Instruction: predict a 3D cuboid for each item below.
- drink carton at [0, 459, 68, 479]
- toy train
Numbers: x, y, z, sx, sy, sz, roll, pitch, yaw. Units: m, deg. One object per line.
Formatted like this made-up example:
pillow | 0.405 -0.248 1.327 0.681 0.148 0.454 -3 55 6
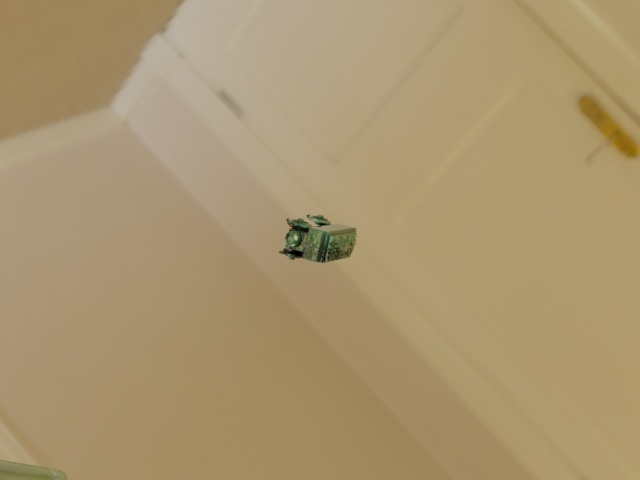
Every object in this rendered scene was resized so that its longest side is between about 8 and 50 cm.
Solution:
drink carton | -0.446 0.376 1.944 0.144 0.142 0.146 -64 -152 20
toy train | 0.000 0.000 2.190 0.172 0.099 0.070 -11 115 -70
